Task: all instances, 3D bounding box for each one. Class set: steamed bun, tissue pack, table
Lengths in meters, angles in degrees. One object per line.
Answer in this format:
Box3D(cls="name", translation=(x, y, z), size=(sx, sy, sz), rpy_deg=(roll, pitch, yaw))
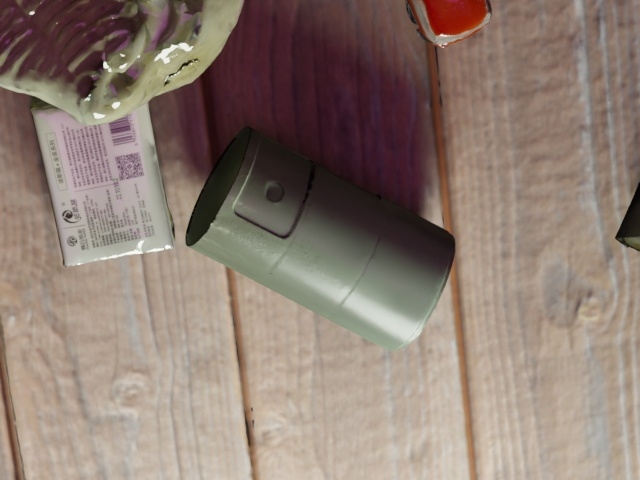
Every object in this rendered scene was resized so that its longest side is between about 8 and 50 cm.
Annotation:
Box3D(cls="steamed bun", translation=(-0.190, -0.251, 1.609), size=(0.280, 0.207, 0.268), rpy_deg=(25, 102, 13))
Box3D(cls="tissue pack", translation=(-0.195, -0.065, 1.700), size=(0.106, 0.099, 0.149), rpy_deg=(-10, 107, -3))
Box3D(cls="table", translation=(0.000, 0.000, 1.734), size=(0.220, 0.126, 0.126), rpy_deg=(27, 100, -14))

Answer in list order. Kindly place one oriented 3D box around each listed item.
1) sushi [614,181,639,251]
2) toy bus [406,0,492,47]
Box3D(cls="sushi", translation=(0.407, -0.089, 1.787), size=(0.109, 0.134, 0.273), rpy_deg=(31, 81, -31))
Box3D(cls="toy bus", translation=(0.100, -0.258, 1.702), size=(0.079, 0.077, 0.174), rpy_deg=(-23, 107, -1))
